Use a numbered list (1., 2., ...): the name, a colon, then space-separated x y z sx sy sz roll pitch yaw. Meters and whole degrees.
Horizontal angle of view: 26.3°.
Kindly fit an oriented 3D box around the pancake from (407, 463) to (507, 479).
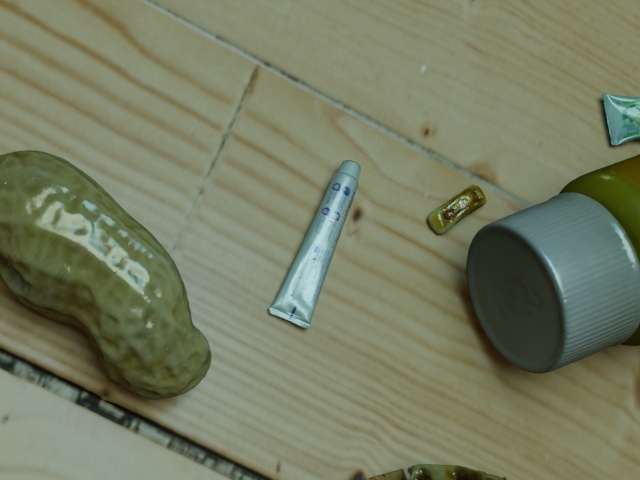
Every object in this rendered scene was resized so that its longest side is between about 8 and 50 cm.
1. pancake: 0.195 0.385 1.531 0.266 0.057 0.244 17 66 -21

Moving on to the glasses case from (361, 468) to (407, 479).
1. glasses case: 0.088 0.344 1.525 0.064 0.041 0.170 -6 72 -45

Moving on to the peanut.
1. peanut: -0.242 0.036 1.459 0.153 0.140 0.325 -40 93 -10

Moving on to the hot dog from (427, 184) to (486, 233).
1. hot dog: 0.174 -0.042 1.706 0.090 0.034 0.030 -34 86 -29

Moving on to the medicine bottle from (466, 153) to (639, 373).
1. medicine bottle: 0.383 0.011 1.659 0.384 0.224 0.224 -19 78 -27

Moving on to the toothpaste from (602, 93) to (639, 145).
1. toothpaste: 0.523 -0.165 1.885 0.297 0.048 0.075 -1 74 -18

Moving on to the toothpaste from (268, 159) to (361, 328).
1. toothpaste: 0.000 0.000 1.625 0.052 0.033 0.218 25 67 -7
